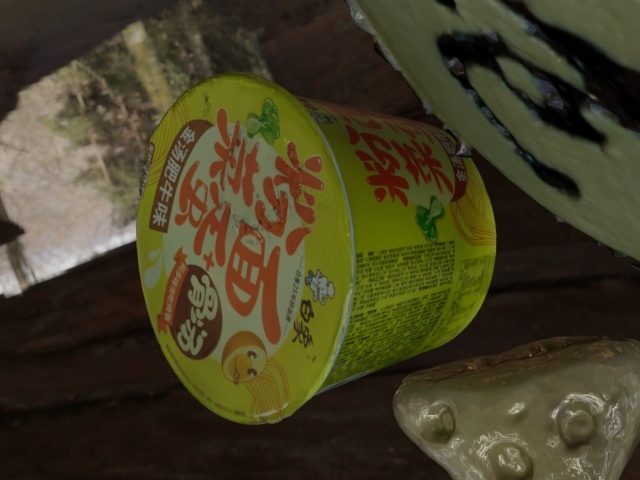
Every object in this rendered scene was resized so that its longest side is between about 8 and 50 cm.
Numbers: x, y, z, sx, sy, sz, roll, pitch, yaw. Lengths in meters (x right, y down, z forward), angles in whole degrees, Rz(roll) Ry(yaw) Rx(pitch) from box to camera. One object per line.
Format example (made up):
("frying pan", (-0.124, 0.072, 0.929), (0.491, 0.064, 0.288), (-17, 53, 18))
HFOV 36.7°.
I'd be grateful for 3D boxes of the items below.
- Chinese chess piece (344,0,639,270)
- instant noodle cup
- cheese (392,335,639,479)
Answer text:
("Chinese chess piece", (0.148, -0.130, 0.502), (0.146, 0.349, 0.349), (-46, -172, -7))
("instant noodle cup", (0.000, 0.000, 0.890), (0.222, 0.311, 0.311), (-4, 172, -42))
("cheese", (0.219, 0.175, 0.979), (0.248, 0.251, 0.173), (-50, 161, 6))
